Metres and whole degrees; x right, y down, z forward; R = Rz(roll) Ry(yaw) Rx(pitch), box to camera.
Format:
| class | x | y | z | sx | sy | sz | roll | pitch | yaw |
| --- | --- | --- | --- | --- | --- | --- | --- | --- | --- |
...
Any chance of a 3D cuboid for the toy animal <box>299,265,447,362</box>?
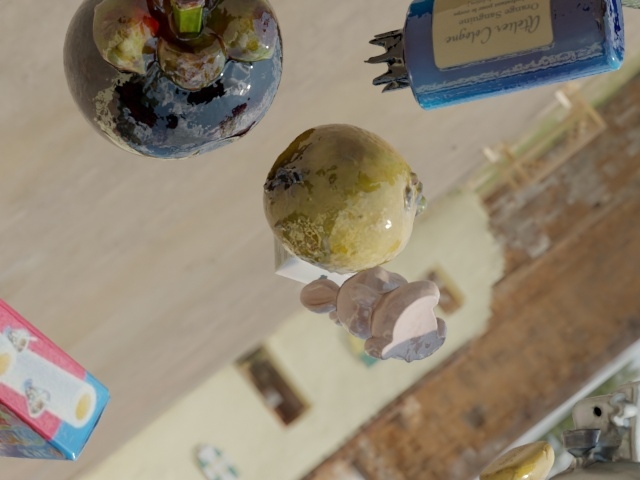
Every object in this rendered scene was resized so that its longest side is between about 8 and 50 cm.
| class | x | y | z | sx | sy | sz | roll | pitch | yaw |
| --- | --- | --- | --- | --- | --- | --- | --- | --- | --- |
| toy animal | 0.064 | 0.077 | 1.983 | 0.124 | 0.124 | 0.212 | -37 | -142 | -22 |

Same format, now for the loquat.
| class | x | y | z | sx | sy | sz | roll | pitch | yaw |
| --- | --- | --- | --- | --- | --- | --- | --- | --- | --- |
| loquat | 0.031 | -0.046 | 1.643 | 0.205 | 0.172 | 0.149 | 3 | 119 | -31 |

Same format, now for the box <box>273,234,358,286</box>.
| class | x | y | z | sx | sy | sz | roll | pitch | yaw |
| --- | --- | --- | --- | --- | --- | --- | --- | --- | --- |
| box | 0.000 | 0.000 | 2.180 | 0.051 | 0.129 | 0.130 | -42 | -141 | 42 |

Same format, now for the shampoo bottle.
| class | x | y | z | sx | sy | sz | roll | pitch | yaw |
| --- | --- | --- | --- | --- | --- | --- | --- | --- | --- |
| shampoo bottle | 0.121 | -0.144 | 1.086 | 0.183 | 0.087 | 0.050 | -10 | 163 | 28 |

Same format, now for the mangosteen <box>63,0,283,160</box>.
| class | x | y | z | sx | sy | sz | roll | pitch | yaw |
| --- | --- | --- | --- | --- | --- | --- | --- | --- | --- |
| mangosteen | -0.175 | -0.238 | 1.874 | 0.275 | 0.275 | 0.302 | -37 | 174 | -17 |

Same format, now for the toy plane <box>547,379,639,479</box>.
| class | x | y | z | sx | sy | sz | roll | pitch | yaw |
| --- | --- | --- | --- | --- | --- | --- | --- | --- | --- |
| toy plane | 0.196 | 0.171 | 0.945 | 0.080 | 0.174 | 0.174 | 6 | 151 | -30 |

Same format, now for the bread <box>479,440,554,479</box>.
| class | x | y | z | sx | sy | sz | roll | pitch | yaw |
| --- | --- | --- | --- | --- | --- | --- | --- | --- | --- |
| bread | 0.277 | 0.323 | 2.132 | 0.082 | 0.056 | 0.115 | -24 | -179 | 39 |

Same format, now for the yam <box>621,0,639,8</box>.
| class | x | y | z | sx | sy | sz | roll | pitch | yaw |
| --- | --- | --- | --- | --- | --- | --- | --- | --- | --- |
| yam | 0.267 | -0.326 | 1.279 | 0.154 | 0.254 | 0.154 | -4 | -177 | 0 |

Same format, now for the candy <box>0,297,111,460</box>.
| class | x | y | z | sx | sy | sz | roll | pitch | yaw |
| --- | --- | --- | --- | --- | --- | --- | --- | --- | --- |
| candy | -0.384 | 0.117 | 1.629 | 0.157 | 0.306 | 0.100 | -6 | -130 | 43 |
